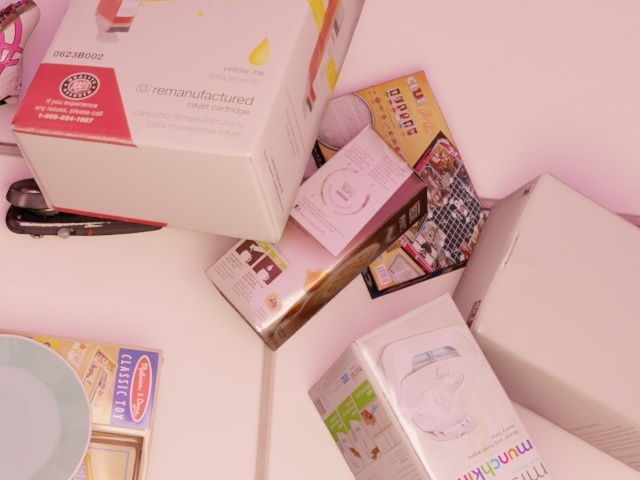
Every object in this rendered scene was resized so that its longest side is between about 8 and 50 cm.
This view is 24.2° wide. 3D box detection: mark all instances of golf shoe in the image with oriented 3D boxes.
[{"bbox_3d":[-0.380,-0.201,1.744,0.086,0.067,0.186,45,65,-26],"label":"golf shoe"}]

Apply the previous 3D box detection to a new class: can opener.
[{"bbox_3d":[-0.269,-0.028,1.710,0.186,0.073,0.059,6,64,-19],"label":"can opener"}]

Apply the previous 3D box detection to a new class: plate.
[{"bbox_3d":[-0.329,0.190,1.533,0.188,0.024,0.188,3,74,-9],"label":"plate"}]

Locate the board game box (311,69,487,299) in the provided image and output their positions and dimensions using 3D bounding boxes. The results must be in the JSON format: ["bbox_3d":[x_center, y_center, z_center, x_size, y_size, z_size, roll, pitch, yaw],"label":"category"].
[{"bbox_3d":[0.094,-0.069,1.799,0.165,0.042,0.243,-18,77,-15],"label":"board game box"}]

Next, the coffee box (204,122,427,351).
[{"bbox_3d":[0.000,0.000,1.676,0.246,0.141,0.098,-42,79,-5],"label":"coffee box"}]

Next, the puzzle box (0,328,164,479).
[{"bbox_3d":[-0.320,0.297,1.545,0.272,0.052,0.409,8,74,-8],"label":"puzzle box"}]

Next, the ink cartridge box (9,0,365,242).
[{"bbox_3d":[-0.133,-0.211,1.655,0.279,0.160,0.385,7,57,17],"label":"ink cartridge box"}]

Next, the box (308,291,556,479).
[{"bbox_3d":[0.109,0.212,1.599,0.126,0.262,0.231,-27,79,-18],"label":"box"}]

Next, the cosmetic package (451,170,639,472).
[{"bbox_3d":[0.344,0.117,1.709,0.385,0.156,0.217,31,69,-7],"label":"cosmetic package"}]
